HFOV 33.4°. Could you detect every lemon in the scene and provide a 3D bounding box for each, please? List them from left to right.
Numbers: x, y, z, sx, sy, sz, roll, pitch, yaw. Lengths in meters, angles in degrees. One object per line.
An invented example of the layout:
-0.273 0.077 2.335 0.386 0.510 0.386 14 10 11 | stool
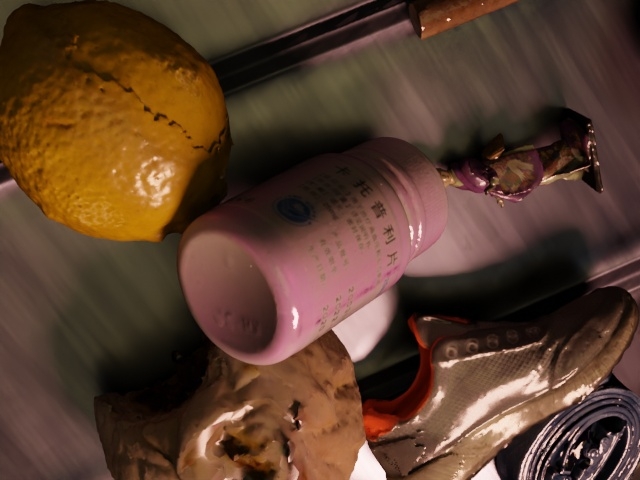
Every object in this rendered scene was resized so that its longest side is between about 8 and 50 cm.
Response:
-0.191 -0.106 0.973 0.204 0.204 0.260 -45 104 2 | lemon

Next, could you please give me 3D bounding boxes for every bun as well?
-0.076 0.196 1.067 0.281 0.205 0.282 -3 106 -12 | bun

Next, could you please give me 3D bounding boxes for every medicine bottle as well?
0.000 0.000 1.009 0.254 0.152 0.152 -32 112 -41 | medicine bottle

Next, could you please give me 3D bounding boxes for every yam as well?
0.214 -0.272 1.092 0.264 0.046 0.046 -24 107 -5 | yam

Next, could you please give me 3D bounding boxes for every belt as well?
0.290 0.232 1.214 0.141 0.082 0.190 34 97 -23 | belt

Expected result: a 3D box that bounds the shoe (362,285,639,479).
0.172 0.127 1.152 0.336 0.132 0.171 -39 99 3 | shoe

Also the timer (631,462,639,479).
0.403 0.361 1.181 0.257 0.250 0.161 -43 108 1 | timer

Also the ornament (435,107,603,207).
0.192 -0.071 1.119 0.203 0.081 0.088 -14 106 -8 | ornament
